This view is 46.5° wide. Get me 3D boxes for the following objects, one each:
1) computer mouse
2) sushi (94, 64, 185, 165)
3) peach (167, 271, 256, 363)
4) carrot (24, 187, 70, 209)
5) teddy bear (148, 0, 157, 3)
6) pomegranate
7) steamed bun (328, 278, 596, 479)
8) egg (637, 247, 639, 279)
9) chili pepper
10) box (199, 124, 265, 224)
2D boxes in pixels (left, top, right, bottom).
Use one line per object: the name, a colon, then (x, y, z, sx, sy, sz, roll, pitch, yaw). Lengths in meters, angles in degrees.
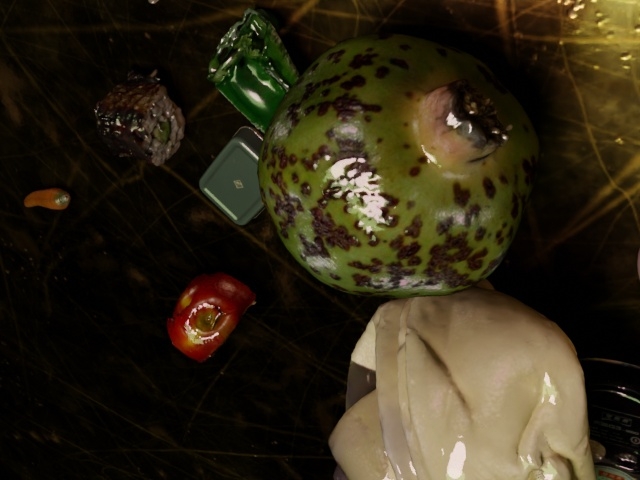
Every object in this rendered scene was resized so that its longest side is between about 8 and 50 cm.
computer mouse: (0.333, 0.218, 0.832, 0.137, 0.096, 0.233, 11, 126, 21)
sushi: (-0.219, -0.150, 0.924, 0.084, 0.098, 0.094, 17, 151, 28)
peach: (-0.169, 0.108, 1.091, 0.092, 0.127, 0.172, 38, 163, -9)
carrot: (-0.433, -0.065, 1.174, 0.142, 0.035, 0.035, 1, 125, 42)
teddy bear: (-0.185, -0.339, 0.716, 0.133, 0.111, 0.213, -5, 109, -8)
pomegranate: (0.077, -0.066, 0.667, 0.254, 0.254, 0.270, 48, 154, -8)
steamed bun: (0.130, 0.222, 0.785, 0.394, 0.237, 0.346, 79, 172, -58)
egg: (0.347, 0.037, 0.665, 0.135, 0.103, 0.103, 43, 137, 2)
chili pepper: (-0.042, -0.146, 0.818, 0.108, 0.062, 0.216, -10, 119, 47)
box: (-0.096, -0.077, 0.929, 0.091, 0.031, 0.126, 45, 135, -5)
